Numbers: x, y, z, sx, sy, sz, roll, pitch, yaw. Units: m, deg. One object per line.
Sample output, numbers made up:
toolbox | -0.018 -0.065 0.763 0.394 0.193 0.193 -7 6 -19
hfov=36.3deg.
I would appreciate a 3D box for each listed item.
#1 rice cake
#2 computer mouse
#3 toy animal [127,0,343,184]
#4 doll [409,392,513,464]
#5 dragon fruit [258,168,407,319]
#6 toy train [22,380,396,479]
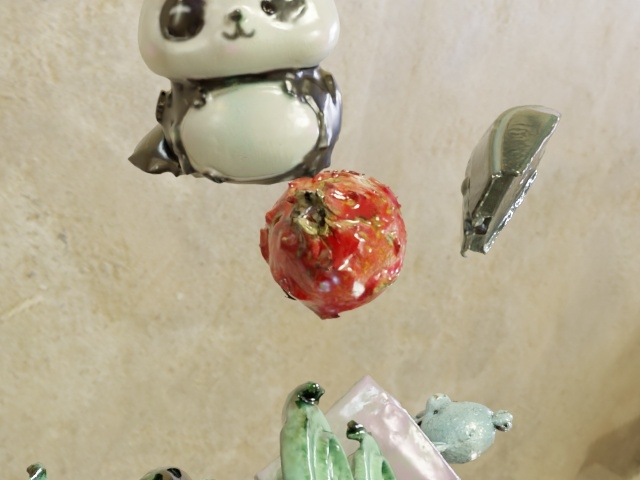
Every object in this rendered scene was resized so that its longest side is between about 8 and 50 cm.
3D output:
rice cake | 0.080 0.230 0.669 0.106 0.050 0.298 -41 106 -14
computer mouse | 0.191 -0.077 1.057 0.231 0.071 0.126 -50 162 -42
toy animal | -0.068 -0.136 0.714 0.166 0.138 0.179 -6 120 -7
doll | 0.145 0.217 1.186 0.120 0.180 0.075 -20 101 -17
dragon fruit | 0.000 0.000 0.931 0.153 0.153 0.111 -66 160 3
toy train | -0.029 0.202 0.439 0.299 0.167 0.238 44 33 -68
